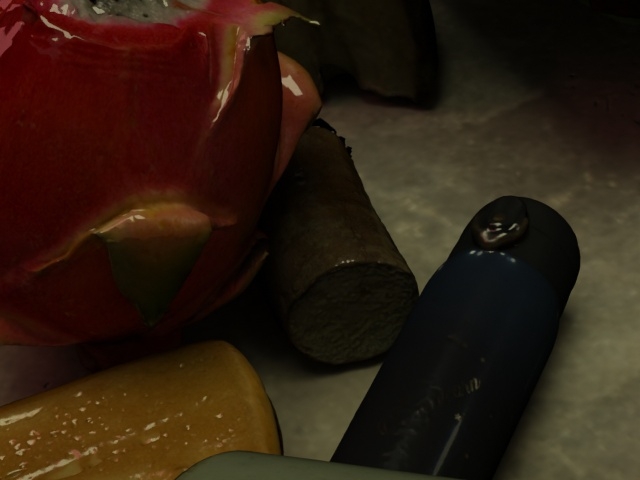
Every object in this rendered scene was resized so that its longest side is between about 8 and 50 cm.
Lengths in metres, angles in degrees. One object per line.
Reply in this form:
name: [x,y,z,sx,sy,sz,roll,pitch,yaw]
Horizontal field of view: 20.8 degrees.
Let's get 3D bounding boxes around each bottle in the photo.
bottle: [0.059,0.076,0.832,0.072,0.082,0.244,7,44,27]

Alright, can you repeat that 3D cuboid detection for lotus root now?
lotus root: [-0.046,-0.219,1.027,0.210,0.314,0.142,-4,51,32]

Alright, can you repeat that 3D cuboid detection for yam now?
yam: [-0.003,0.001,0.925,0.084,0.084,0.127,-16,43,-7]

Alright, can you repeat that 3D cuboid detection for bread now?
bread: [-0.112,0.121,0.818,0.200,0.077,0.116,-19,44,-8]

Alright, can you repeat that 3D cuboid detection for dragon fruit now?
dragon fruit: [-0.115,-0.049,0.864,0.224,0.227,0.224,17,39,-15]

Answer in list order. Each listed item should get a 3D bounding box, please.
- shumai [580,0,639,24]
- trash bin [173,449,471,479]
shumai: [0.171,-0.273,0.973,0.397,0.324,0.323,25,31,-24]
trash bin: [0.147,0.218,0.527,0.432,0.280,0.280,7,45,22]
